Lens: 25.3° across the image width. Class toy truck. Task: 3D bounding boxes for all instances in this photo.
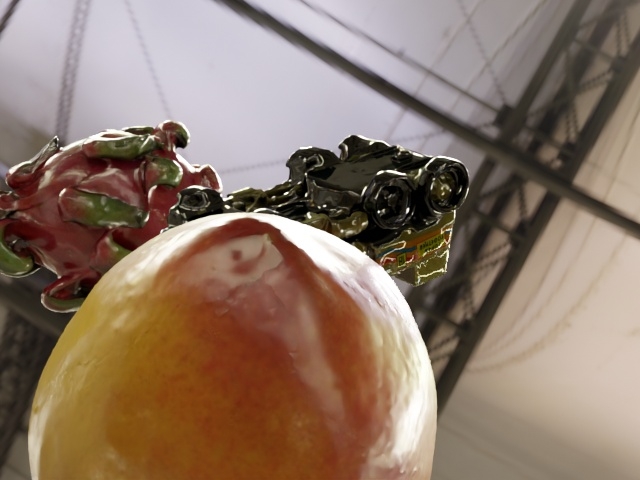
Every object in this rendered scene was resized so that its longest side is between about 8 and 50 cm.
[{"bbox_3d":[-0.002,-0.004,1.198,0.127,0.257,0.127,23,-60,46],"label":"toy truck"}]

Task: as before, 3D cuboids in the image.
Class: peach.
[{"bbox_3d":[-0.052,0.124,0.946,0.289,0.289,0.308,40,-32,-11],"label":"peach"}]

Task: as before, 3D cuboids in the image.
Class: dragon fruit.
[{"bbox_3d":[-0.229,-0.014,1.442,0.273,0.218,0.198,-21,-56,2],"label":"dragon fruit"}]
